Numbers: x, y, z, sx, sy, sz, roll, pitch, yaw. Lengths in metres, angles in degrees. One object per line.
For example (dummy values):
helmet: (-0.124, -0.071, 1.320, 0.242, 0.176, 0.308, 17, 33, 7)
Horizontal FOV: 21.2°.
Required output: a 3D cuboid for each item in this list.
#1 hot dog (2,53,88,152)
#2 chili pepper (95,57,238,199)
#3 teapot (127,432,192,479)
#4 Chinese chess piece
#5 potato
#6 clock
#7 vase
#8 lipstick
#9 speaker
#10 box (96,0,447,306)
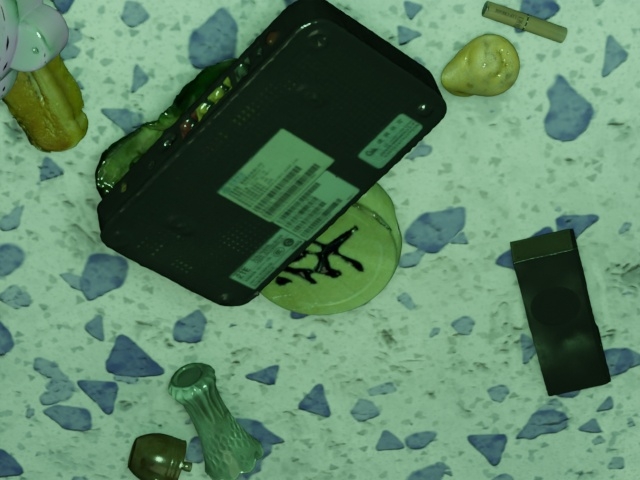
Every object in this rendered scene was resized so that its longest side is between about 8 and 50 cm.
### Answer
hot dog: (-0.326, -0.219, 1.787, 0.083, 0.068, 0.289, -13, 123, 17)
chili pepper: (-0.123, -0.109, 1.859, 0.148, 0.116, 0.264, 42, 117, -14)
teapot: (-0.210, 0.298, 2.183, 0.080, 0.085, 0.110, 17, 145, -11)
Chinese chess piece: (0.000, 0.000, 1.949, 0.188, 0.083, 0.188, -2, 128, -2)
potato: (0.171, -0.184, 1.828, 0.083, 0.062, 0.068, -15, 113, 37)
clock: (-0.384, -0.233, 1.691, 0.247, 0.090, 0.228, -14, 115, 33)
vase: (-0.135, 0.221, 2.125, 0.081, 0.081, 0.149, -17, 121, 13)
lipstick: (0.217, -0.232, 1.811, 0.094, 0.019, 0.019, 16, 126, -13)
speaker: (0.288, 0.088, 2.040, 0.082, 0.044, 0.218, -12, 126, 9)
box: (-0.054, -0.084, 1.777, 0.211, 0.058, 0.350, 28, 119, -36)
